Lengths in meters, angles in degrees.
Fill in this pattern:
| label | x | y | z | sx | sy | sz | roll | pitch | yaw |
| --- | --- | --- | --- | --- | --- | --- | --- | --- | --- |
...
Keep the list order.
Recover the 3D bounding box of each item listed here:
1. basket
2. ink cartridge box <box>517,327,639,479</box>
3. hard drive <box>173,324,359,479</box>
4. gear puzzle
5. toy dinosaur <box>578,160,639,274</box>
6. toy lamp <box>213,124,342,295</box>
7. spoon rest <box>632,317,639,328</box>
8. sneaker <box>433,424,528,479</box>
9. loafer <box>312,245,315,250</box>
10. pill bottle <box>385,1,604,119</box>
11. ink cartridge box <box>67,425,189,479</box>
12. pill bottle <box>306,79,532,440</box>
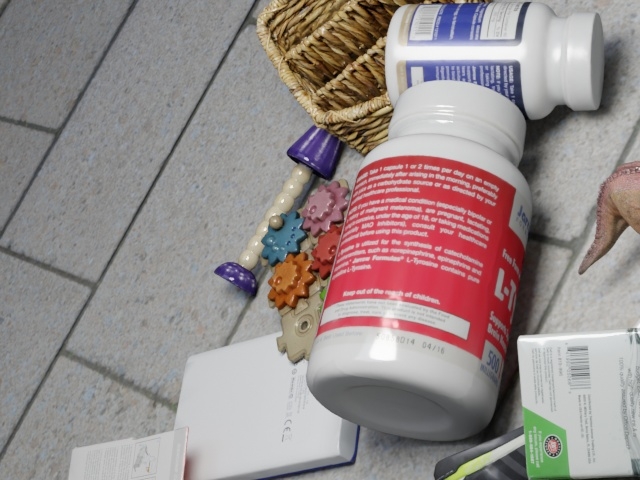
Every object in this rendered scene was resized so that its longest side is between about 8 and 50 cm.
| label | x | y | z | sx | sy | sz | roll | pitch | yaw |
| --- | --- | --- | --- | --- | --- | --- | --- | --- | --- |
| basket | 0.086 | -0.291 | 1.982 | 0.299 | 0.223 | 0.213 | -36 | 41 | 20 |
| ink cartridge box | 0.319 | 0.167 | 1.423 | 0.208 | 0.087 | 0.153 | -5 | 84 | 22 |
| hard drive | -0.075 | 0.228 | 1.905 | 0.318 | 0.040 | 0.210 | -18 | 51 | 37 |
| gear puzzle | -0.009 | 0.069 | 1.877 | 0.175 | 0.044 | 0.339 | -35 | 45 | 23 |
| toy dinosaur | 0.388 | -0.055 | 1.510 | 0.295 | 0.200 | 0.127 | -17 | 51 | 38 |
| toy lamp | -0.057 | -0.050 | 2.068 | 0.080 | 0.080 | 0.275 | 27 | 86 | 51 |
| spoon rest | 0.424 | 0.056 | 1.466 | 0.276 | 0.137 | 0.084 | -44 | 20 | 32 |
| sneaker | 0.238 | 0.260 | 1.552 | 0.234 | 0.084 | 0.097 | -28 | 74 | 28 |
| loafer | 0.000 | 0.000 | 1.990 | 0.056 | 0.050 | 0.148 | -55 | 39 | -2 |
| pill bottle | 0.229 | -0.233 | 1.792 | 0.264 | 0.153 | 0.153 | 3 | 62 | 20 |
| ink cartridge box | -0.264 | 0.421 | 1.908 | 0.261 | 0.066 | 0.296 | -16 | 59 | 39 |
| pill bottle | 0.134 | 0.019 | 1.694 | 0.229 | 0.229 | 0.408 | -9 | 56 | 42 |
